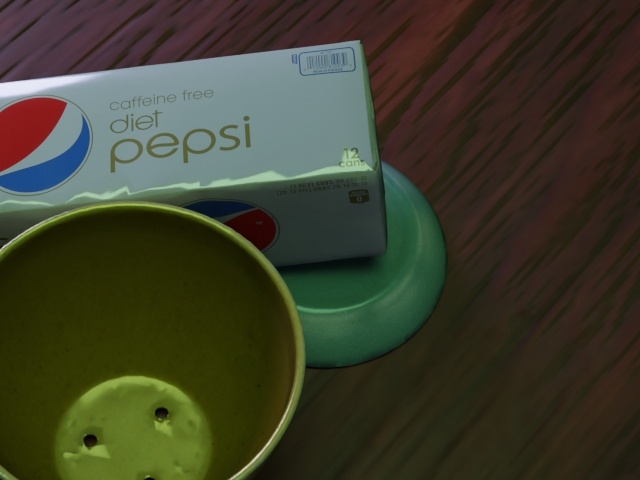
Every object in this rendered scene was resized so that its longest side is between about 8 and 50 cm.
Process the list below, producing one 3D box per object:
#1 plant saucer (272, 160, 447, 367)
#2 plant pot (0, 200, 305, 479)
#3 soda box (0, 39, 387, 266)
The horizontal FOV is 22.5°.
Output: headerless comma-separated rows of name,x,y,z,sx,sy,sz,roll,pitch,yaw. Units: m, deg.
plant saucer,0.000,0.000,0.734,0.119,0.021,0.119,2,59,-4
plant pot,-0.076,0.066,0.645,0.134,0.095,0.134,2,58,-3
soda box,-0.082,-0.027,0.694,0.216,0.074,0.069,-6,60,3
